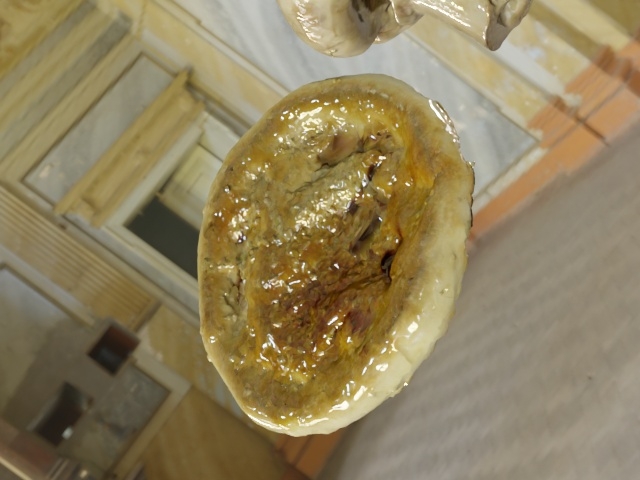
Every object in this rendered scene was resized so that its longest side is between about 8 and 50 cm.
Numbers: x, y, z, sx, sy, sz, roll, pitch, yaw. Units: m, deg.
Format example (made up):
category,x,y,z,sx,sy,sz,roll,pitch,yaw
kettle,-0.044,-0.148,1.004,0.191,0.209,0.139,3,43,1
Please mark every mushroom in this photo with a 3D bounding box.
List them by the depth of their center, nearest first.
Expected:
category,x,y,z,sx,sy,sz,roll,pitch,yaw
mushroom,0.099,-0.322,1.076,0.292,0.290,0.292,-38,-23,-20

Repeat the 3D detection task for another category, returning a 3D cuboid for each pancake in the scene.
category,x,y,z,sx,sy,sz,roll,pitch,yaw
pancake,0.001,0.000,0.859,0.065,0.356,0.356,25,-74,-47
